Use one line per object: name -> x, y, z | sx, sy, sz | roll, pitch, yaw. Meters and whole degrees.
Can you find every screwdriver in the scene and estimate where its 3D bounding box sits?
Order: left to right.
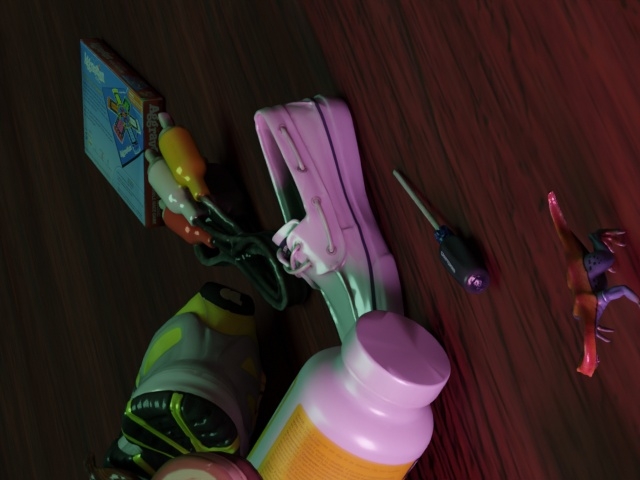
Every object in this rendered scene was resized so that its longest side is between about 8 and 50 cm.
screwdriver -> 0.075, -0.014, 1.147 | 0.025, 0.024, 0.170 | 61, 179, -37

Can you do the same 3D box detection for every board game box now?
board game box -> -0.226, -0.128, 1.938 | 0.281, 0.027, 0.145 | -136, 42, -61

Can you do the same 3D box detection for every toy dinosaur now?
toy dinosaur -> 0.139, 0.031, 0.909 | 0.082, 0.090, 0.047 | -53, -7, -47

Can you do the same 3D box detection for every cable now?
cable -> -0.091, 0.002, 1.540 | 0.287, 0.072, 0.139 | -125, 28, -52

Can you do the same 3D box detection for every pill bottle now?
pill bottle -> 0.016, 0.140, 1.200 | 0.184, 0.103, 0.103 | -59, 38, 31

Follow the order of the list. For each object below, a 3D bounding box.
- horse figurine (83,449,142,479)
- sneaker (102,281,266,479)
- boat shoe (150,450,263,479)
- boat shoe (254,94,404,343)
horse figurine -> -0.146, 0.313, 1.571 | 0.174, 0.066, 0.263 | -23, 94, 38
sneaker -> -0.111, 0.162, 1.612 | 0.384, 0.145, 0.147 | 124, 168, -66
boat shoe -> -0.043, 0.290, 1.183 | 0.123, 0.123, 0.342 | 5, 111, 37
boat shoe -> 0.000, 0.000, 1.276 | 0.083, 0.076, 0.226 | 120, 139, -60
